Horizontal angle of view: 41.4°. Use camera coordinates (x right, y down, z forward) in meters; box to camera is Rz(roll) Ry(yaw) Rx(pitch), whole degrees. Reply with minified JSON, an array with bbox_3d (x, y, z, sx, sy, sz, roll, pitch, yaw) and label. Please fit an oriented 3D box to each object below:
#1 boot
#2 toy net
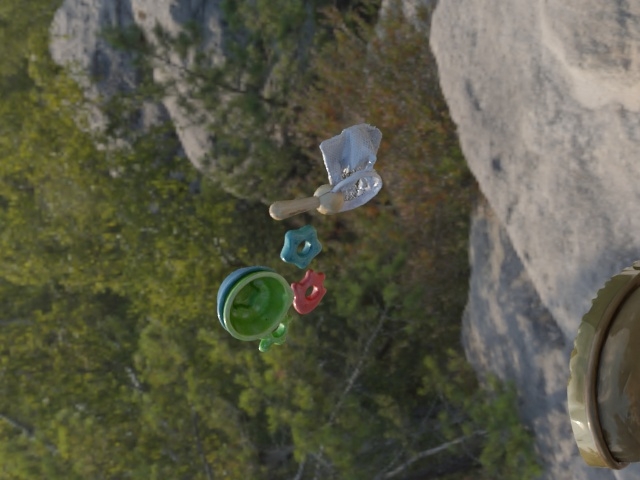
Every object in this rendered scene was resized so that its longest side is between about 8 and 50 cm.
[{"bbox_3d":[0.292,0.038,0.441,0.270,0.236,0.089,-6,120,48],"label":"boot"},{"bbox_3d":[0.000,0.000,0.782,0.232,0.122,0.045,-52,42,-5],"label":"toy net"}]
